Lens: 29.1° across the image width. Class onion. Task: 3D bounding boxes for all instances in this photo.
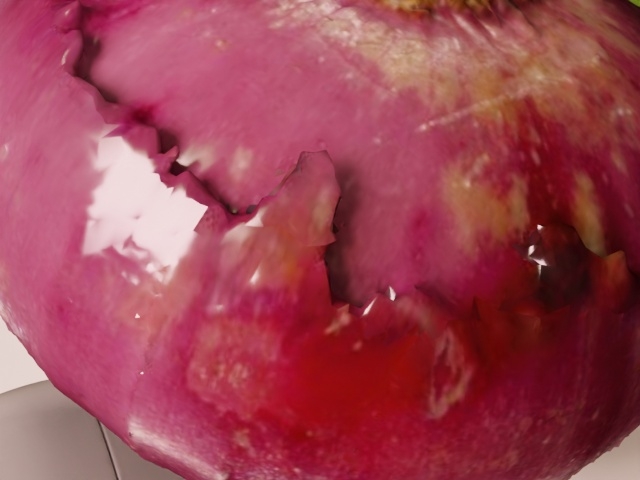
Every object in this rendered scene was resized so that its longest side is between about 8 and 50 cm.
[{"bbox_3d":[0.002,-0.019,0.589,0.358,0.358,0.345,45,117,37],"label":"onion"}]

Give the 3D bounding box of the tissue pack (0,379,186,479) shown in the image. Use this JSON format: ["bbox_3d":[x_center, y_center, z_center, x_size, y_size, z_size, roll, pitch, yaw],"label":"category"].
[{"bbox_3d":[-0.179,0.263,0.788,0.229,0.236,0.333,-30,65,35],"label":"tissue pack"}]

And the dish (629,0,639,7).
[{"bbox_3d":[0.224,-0.245,0.535,0.324,0.124,0.324,2,100,12],"label":"dish"}]
